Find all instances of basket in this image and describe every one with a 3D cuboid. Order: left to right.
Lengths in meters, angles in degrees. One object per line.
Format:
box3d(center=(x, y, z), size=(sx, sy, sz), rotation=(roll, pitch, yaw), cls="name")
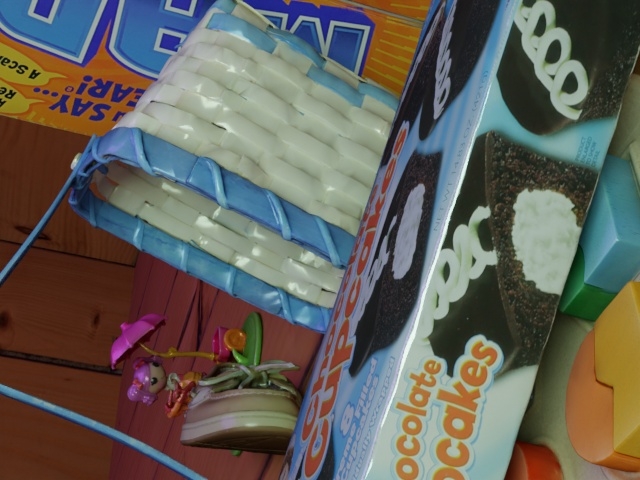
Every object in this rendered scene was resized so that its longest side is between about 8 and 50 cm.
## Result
box3d(center=(-0.055, 0.014, 0.645), size=(0.289, 0.254, 0.201), rotation=(-64, 12, -23), cls="basket")

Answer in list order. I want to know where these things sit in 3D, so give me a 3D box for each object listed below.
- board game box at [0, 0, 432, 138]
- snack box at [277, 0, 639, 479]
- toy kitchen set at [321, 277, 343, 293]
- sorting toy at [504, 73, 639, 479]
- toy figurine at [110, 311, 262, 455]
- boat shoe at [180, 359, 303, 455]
box3d(center=(-0.088, -0.314, 0.799), size=(0.356, 0.356, 0.356), rotation=(-93, 20, -46), cls="board game box")
box3d(center=(0.052, 0.022, 0.457), size=(0.187, 0.060, 0.322), rotation=(-174, 102, -83), cls="snack box")
box3d(center=(0.000, 0.000, 0.786), size=(0.075, 0.068, 0.083), rotation=(134, 145, -65), cls="toy kitchen set")
box3d(center=(0.101, 0.060, 0.405), size=(0.208, 0.038, 0.193), rotation=(-93, 20, -45), cls="sorting toy")
box3d(center=(-0.161, 0.151, 1.102), size=(0.130, 0.159, 0.173), rotation=(122, 155, -54), cls="toy figurine")
box3d(center=(-0.076, 0.147, 0.886), size=(0.285, 0.104, 0.089), rotation=(146, 131, -71), cls="boat shoe")
